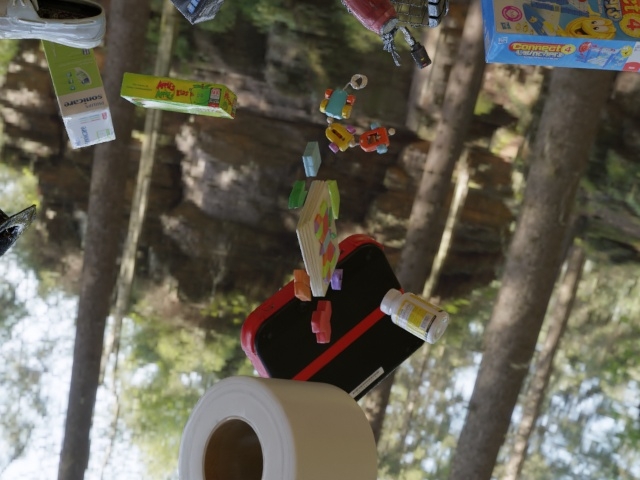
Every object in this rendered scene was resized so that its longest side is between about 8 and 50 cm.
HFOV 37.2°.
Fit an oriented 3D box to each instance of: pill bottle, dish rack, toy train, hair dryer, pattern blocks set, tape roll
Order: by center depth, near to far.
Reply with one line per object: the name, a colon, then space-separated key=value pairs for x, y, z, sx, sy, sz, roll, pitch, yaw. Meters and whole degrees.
tape roll: x=-0.063 y=0.319 z=1.351 sx=0.169 sy=0.246 sz=0.246 roll=14 pitch=-167 yaw=-46
pattern blocks set: x=0.000 y=0.000 z=1.716 sx=0.026 sy=0.325 sz=0.285 roll=1 pitch=-129 yaw=16
pill bottle: x=0.170 y=0.134 z=1.729 sx=0.116 sy=0.065 sz=0.065 roll=29 pitch=-154 yaw=26
toy train: x=0.068 y=-0.221 z=1.776 sx=0.125 sy=0.166 sz=0.046 roll=-21 pitch=157 yaw=10
hair dryer: x=0.119 y=-0.499 z=2.173 sx=0.293 sy=0.080 sz=0.223 roll=51 pitch=173 yaw=-23
dish rack: x=0.177 y=-0.623 z=2.351 sx=0.272 sy=0.208 sz=0.074 roll=12 pitch=-116 yaw=15

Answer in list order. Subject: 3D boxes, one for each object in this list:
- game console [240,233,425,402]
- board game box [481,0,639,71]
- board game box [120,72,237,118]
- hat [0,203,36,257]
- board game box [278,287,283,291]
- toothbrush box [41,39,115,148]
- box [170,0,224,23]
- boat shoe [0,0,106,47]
game console: x=0.035 y=0.209 z=2.101 sx=0.386 sy=0.342 sz=0.060 roll=-38 pitch=-149 yaw=-18
board game box: x=0.466 y=-0.478 z=1.832 sx=0.302 sy=0.086 sz=0.308 roll=3 pitch=-119 yaw=-3
board game box: x=-0.246 y=-0.253 z=1.663 sx=0.181 sy=0.043 sz=0.092 roll=8 pitch=177 yaw=10
hat: x=-0.810 y=-0.005 z=2.176 sx=0.134 sy=0.331 sz=0.331 roll=45 pitch=-159 yaw=-4
board game box: x=-0.025 y=0.207 z=2.184 sx=0.210 sy=0.160 sz=0.047 roll=18 pitch=-149 yaw=-17
toothbrush box: x=-0.623 y=-0.409 z=2.429 sx=0.122 sy=0.283 sz=0.206 roll=-14 pitch=165 yaw=-11
box: x=-0.220 y=-0.592 z=1.723 sx=0.242 sy=0.307 sz=0.076 roll=47 pitch=-145 yaw=5
boat shoe: x=-0.448 y=-0.363 z=1.485 sx=0.228 sy=0.081 sz=0.079 roll=6 pitch=-124 yaw=-18
